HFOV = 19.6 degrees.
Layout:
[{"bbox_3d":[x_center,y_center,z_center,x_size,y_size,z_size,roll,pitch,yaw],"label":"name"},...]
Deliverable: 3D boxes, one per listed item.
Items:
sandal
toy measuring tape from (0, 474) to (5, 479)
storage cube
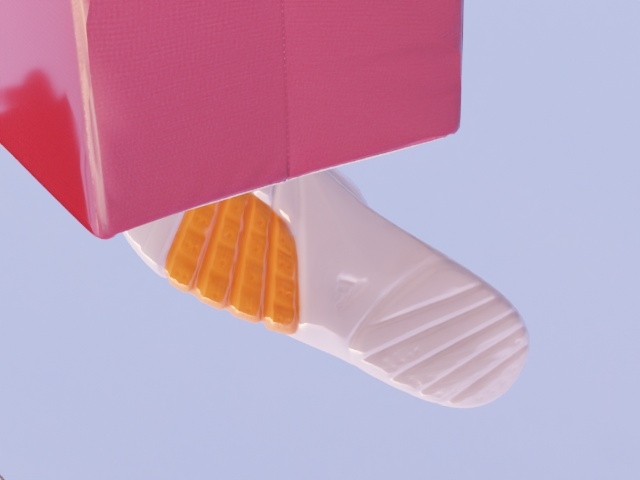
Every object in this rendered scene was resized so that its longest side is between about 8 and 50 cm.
[{"bbox_3d":[-0.005,0.009,1.039,0.102,0.265,0.076,-55,-167,5],"label":"sandal"},{"bbox_3d":[-0.178,0.049,0.894,0.330,0.121,0.121,36,-121,21],"label":"toy measuring tape"},{"bbox_3d":[-0.062,-0.140,0.796,0.184,0.193,0.215,-18,-146,-26],"label":"storage cube"}]
